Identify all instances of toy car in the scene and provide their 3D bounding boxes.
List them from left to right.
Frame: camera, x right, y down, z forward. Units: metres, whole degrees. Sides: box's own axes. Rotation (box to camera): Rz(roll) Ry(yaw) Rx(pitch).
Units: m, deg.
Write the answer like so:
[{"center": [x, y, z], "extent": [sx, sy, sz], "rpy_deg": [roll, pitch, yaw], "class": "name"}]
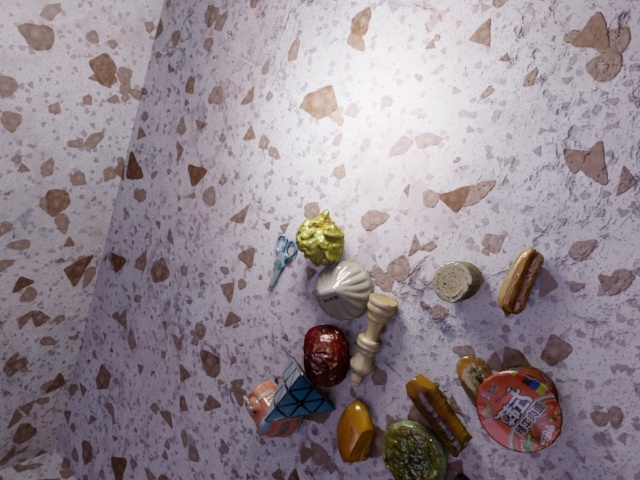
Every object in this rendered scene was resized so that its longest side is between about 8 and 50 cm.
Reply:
[{"center": [-0.221, 0.765, 2.019], "extent": [0.270, 0.212, 0.181], "rpy_deg": [43, 112, 25], "class": "toy car"}]

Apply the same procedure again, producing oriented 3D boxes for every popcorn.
[{"center": [0.007, -0.010, 1.868], "extent": [0.217, 0.181, 0.235], "rpy_deg": [-50, 39, 1], "class": "popcorn"}]

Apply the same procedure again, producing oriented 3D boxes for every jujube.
[{"center": [0.028, 0.476, 1.853], "extent": [0.212, 0.212, 0.233], "rpy_deg": [7, 102, 33], "class": "jujube"}]

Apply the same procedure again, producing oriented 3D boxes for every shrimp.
[{"center": [0.565, 0.515, 1.593], "extent": [0.115, 0.051, 0.217], "rpy_deg": [-30, 72, 28], "class": "shrimp"}]

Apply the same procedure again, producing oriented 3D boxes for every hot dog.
[{"center": [0.662, 0.142, 1.502], "extent": [0.076, 0.102, 0.250], "rpy_deg": [-134, 60, -70], "class": "hot dog"}]

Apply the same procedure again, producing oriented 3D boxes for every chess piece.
[{"center": [0.199, 0.414, 1.802], "extent": [0.117, 0.117, 0.398], "rpy_deg": [24, 106, 31], "class": "chess piece"}]

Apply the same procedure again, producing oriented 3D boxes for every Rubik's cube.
[{"center": [-0.093, 0.642, 1.919], "extent": [0.233, 0.228, 0.229], "rpy_deg": [-6, 89, 34], "class": "Rubik's cube"}]

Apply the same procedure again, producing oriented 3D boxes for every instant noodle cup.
[{"center": [0.655, 0.523, 1.447], "extent": [0.250, 0.192, 0.251], "rpy_deg": [1, 92, 34], "class": "instant noodle cup"}]

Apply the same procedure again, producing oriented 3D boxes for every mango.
[{"center": [0.142, 0.785, 1.833], "extent": [0.153, 0.125, 0.253], "rpy_deg": [-2, 80, 53], "class": "mango"}]

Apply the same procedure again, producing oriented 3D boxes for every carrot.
[{"center": [0.434, 0.637, 1.644], "extent": [0.114, 0.114, 0.302], "rpy_deg": [-46, 69, 25], "class": "carrot"}]

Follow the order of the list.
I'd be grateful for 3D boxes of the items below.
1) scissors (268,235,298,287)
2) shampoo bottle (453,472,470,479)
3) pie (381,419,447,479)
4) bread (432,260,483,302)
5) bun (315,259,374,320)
[{"center": [-0.190, 0.107, 2.097], "extent": [0.125, 0.030, 0.256], "rpy_deg": [30, 104, 31], "class": "scissors"}, {"center": [0.484, 0.958, 1.649], "extent": [0.057, 0.063, 0.208], "rpy_deg": [28, 105, 19], "class": "shampoo bottle"}, {"center": [0.354, 0.829, 1.721], "extent": [0.276, 0.078, 0.278], "rpy_deg": [-1, 89, 32], "class": "pie"}, {"center": [0.485, 0.144, 1.585], "extent": [0.148, 0.141, 0.134], "rpy_deg": [-48, 63, 23], "class": "bread"}, {"center": [0.070, 0.210, 1.843], "extent": [0.262, 0.175, 0.264], "rpy_deg": [1, 92, 35], "class": "bun"}]
